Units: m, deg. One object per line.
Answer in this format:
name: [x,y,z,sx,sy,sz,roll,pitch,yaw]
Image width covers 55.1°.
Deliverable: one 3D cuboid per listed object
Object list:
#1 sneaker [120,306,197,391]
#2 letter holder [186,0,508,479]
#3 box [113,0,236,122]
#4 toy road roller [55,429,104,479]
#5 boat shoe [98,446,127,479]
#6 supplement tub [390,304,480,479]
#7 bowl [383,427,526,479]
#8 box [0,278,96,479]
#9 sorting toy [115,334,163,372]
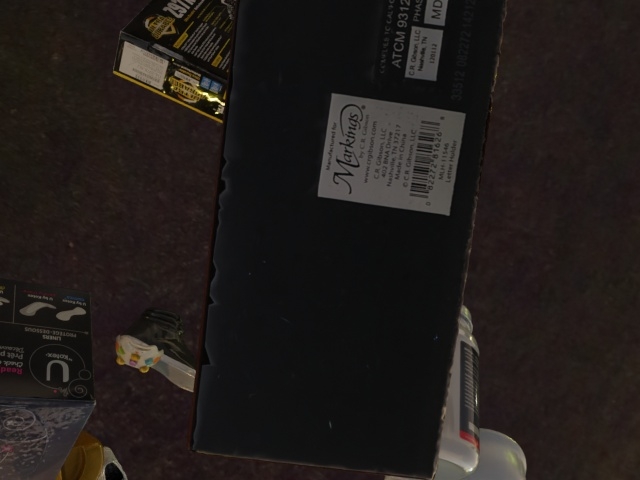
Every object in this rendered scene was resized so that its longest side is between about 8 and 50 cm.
sneaker: [-0.357,0.277,1.571,0.296,0.104,0.146,36,47,-16]
letter holder: [0.012,-0.023,0.452,0.152,0.214,0.301,7,96,-2]
box: [-0.134,-0.314,0.970,0.257,0.079,0.322,22,45,-6]
toy road roller: [-0.546,0.495,1.172,0.241,0.203,0.329,-9,99,-43]
boat shoe: [-0.489,0.569,1.456,0.066,0.063,0.184,-22,125,-34]
supplement tub: [0.167,0.245,1.026,0.191,0.191,0.272,44,43,-38]
bowl: [0.279,0.514,1.188,0.298,0.134,0.297,-4,121,-6]
box: [-0.334,0.168,0.586,0.163,0.142,0.247,14,124,-34]
sorting toy: [-0.306,0.183,1.030,0.083,0.075,0.044,22,54,-10]
